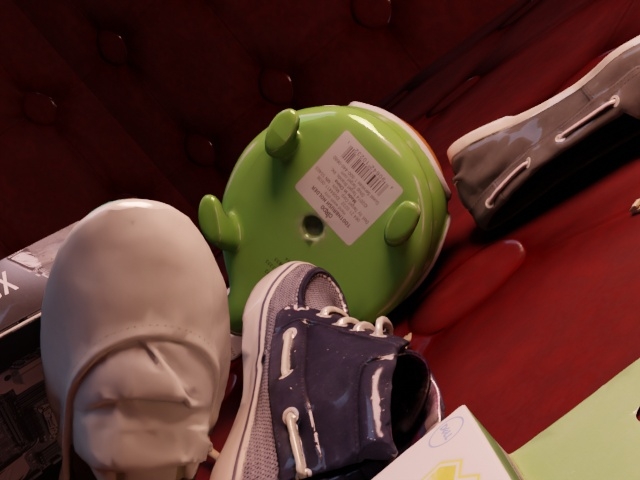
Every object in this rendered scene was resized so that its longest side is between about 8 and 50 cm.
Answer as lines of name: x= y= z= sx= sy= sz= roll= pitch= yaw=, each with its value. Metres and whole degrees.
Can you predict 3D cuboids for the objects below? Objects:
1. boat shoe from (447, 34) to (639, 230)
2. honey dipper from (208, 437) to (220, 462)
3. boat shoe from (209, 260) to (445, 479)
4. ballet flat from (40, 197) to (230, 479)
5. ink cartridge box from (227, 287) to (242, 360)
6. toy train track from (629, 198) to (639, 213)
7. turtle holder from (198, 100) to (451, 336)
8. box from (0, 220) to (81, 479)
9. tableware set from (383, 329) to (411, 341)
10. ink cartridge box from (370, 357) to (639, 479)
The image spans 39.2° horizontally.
boat shoe: x=0.277 y=-0.112 z=0.882 sx=0.335 sy=0.096 sz=0.112 roll=-29 pitch=-21 yaw=36
honey dipper: x=-0.126 y=0.231 z=0.995 sx=0.030 sy=0.030 sz=0.160 roll=-43 pitch=12 yaw=-17
boat shoe: x=0.022 y=0.106 z=0.719 sx=0.158 sy=0.127 sz=0.341 roll=-30 pitch=27 yaw=22
ballet flat: x=-0.134 y=0.162 z=0.654 sx=0.139 sy=0.139 sz=0.400 roll=-54 pitch=-18 yaw=-55
ink cartridge box: x=-0.075 y=0.106 z=1.362 sx=0.224 sy=0.056 sz=0.181 roll=-8 pitch=29 yaw=38
toy train track: x=0.277 y=-0.038 z=0.711 sx=0.048 sy=0.014 sz=0.083 roll=-45 pitch=10 yaw=-28
turtle holder: x=0.018 y=0.001 z=1.014 sx=0.227 sy=0.243 sz=0.321 roll=-26 pitch=-48 yaw=-63
box: x=-0.251 y=0.164 z=0.726 sx=0.242 sy=0.076 sz=0.308 roll=-30 pitch=-39 yaw=-26
tableware set: x=0.021 y=0.138 z=0.879 sx=0.168 sy=0.020 sz=0.141 roll=-38 pitch=11 yaw=5
ink cartridge box: x=0.107 y=0.134 z=0.477 sx=0.235 sy=0.056 sz=0.171 roll=-42 pitch=9 yaw=4
